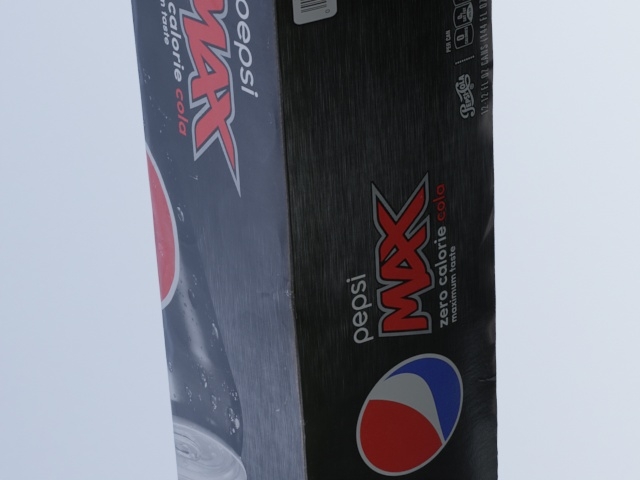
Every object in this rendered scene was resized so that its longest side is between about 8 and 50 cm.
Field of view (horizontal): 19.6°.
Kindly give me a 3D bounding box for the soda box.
[{"bbox_3d":[0.000,0.000,0.394,0.053,0.060,0.169,-20,-59,-31],"label":"soda box"}]
